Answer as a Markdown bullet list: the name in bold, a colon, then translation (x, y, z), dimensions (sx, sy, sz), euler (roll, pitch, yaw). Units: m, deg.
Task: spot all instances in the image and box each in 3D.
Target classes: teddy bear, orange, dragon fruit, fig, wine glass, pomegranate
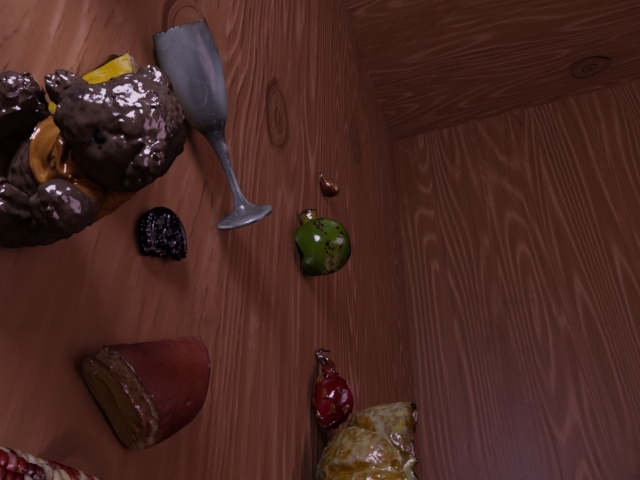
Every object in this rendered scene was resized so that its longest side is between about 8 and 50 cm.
- **teddy bear**: translation (-0.209, -0.080, 0.476), dimensions (0.140, 0.190, 0.177), euler (41, 36, -54)
- **orange**: translation (0.092, 0.506, 1.052), dimensions (0.271, 0.210, 0.369), euler (87, 6, -46)
- **dragon fruit**: translation (0.025, 0.320, 1.170), dimensions (0.094, 0.094, 0.191), euler (59, 21, -49)
- **fig**: translation (0.021, -0.163, 1.538), dimensions (0.083, 0.050, 0.050), euler (55, 24, -16)
- **wine glass**: translation (-0.149, -0.208, 0.908), dimensions (0.264, 0.096, 0.310), euler (-58, 134, -64)
- **pomegranate**: translation (0.009, -0.001, 1.254), dimensions (0.143, 0.122, 0.169), euler (7, 73, -42)

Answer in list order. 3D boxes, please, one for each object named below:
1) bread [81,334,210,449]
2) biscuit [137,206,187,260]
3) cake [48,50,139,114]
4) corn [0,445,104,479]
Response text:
- **bread**: translation (-0.183, 0.171, 0.605), dimensions (0.192, 0.067, 0.120), euler (14, 66, -72)
- **biscuit**: translation (-0.209, -0.003, 0.704), dimensions (0.089, 0.026, 0.087), euler (-78, 151, -54)
- **cake**: translation (-0.258, -0.164, 0.633), dimensions (0.185, 0.116, 0.080), euler (50, -17, 49)
- **corn**: translation (-0.245, 0.187, 0.357), dimensions (0.290, 0.098, 0.098), euler (53, 30, -49)
